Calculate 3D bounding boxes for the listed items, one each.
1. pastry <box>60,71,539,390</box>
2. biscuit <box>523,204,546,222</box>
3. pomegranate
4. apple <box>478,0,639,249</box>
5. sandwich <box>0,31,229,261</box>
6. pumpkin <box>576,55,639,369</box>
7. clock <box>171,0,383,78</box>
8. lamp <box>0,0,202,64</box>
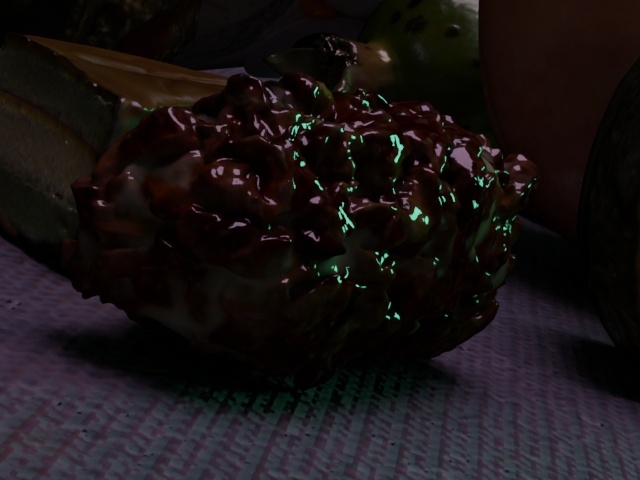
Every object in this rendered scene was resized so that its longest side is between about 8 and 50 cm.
[{"bbox_3d":[0.001,-0.002,0.664,0.097,0.115,0.208,35,15,25],"label":"pastry"},{"bbox_3d":[0.243,-0.016,1.330,0.254,0.035,0.254,16,11,-3],"label":"biscuit"},{"bbox_3d":[0.071,-0.107,1.304,0.220,0.156,0.156,-32,40,-33],"label":"pomegranate"},{"bbox_3d":[0.274,-0.143,1.084,0.391,0.391,0.346,16,-3,-8],"label":"apple"},{"bbox_3d":[-0.054,-0.026,0.777,0.163,0.079,0.113,11,13,-37],"label":"sandwich"},{"bbox_3d":[0.257,-0.003,0.838,0.280,0.190,0.139,16,9,-7],"label":"pumpkin"},{"bbox_3d":[-0.087,-0.288,1.381,0.376,0.368,0.251,20,44,-21],"label":"clock"},{"bbox_3d":[-0.155,-0.154,1.033,0.177,0.177,0.274,17,9,0],"label":"lamp"}]
